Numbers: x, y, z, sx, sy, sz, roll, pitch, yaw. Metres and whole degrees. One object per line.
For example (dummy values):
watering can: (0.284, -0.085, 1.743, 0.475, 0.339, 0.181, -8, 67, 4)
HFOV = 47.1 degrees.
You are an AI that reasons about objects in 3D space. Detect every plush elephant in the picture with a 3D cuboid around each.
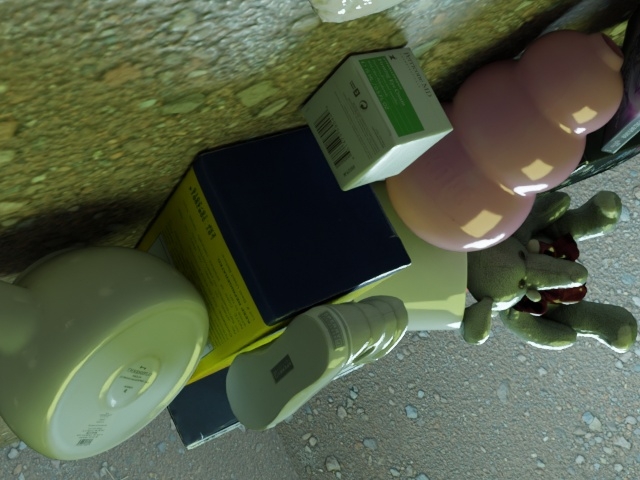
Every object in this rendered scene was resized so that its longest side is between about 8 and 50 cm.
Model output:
plush elephant: (0.335, 0.049, 1.187, 0.330, 0.271, 0.255, 1, 180, 23)

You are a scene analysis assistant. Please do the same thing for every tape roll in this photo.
tape roll: (0.133, 0.024, 1.178, 0.169, 0.246, 0.246, -1, 171, 2)

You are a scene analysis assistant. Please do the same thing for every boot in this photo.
boot: (-0.005, 0.138, 0.821, 0.124, 0.095, 0.258, -10, 161, -36)

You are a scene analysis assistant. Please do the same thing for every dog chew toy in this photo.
dog chew toy: (0.235, -0.131, 0.932, 0.207, 0.206, 0.332, -16, 159, -49)

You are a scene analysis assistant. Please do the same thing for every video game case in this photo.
video game case: (0.406, -0.231, 0.904, 0.026, 0.195, 0.274, 13, 176, 8)

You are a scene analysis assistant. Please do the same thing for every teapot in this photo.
teapot: (-0.258, 0.098, 0.806, 0.253, 0.187, 0.256, -31, 147, -39)

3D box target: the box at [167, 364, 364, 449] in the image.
box: (-0.190, 0.313, 1.937, 0.472, 0.297, 0.480, -25, 172, -15)

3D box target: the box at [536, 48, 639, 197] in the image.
box: (0.404, -0.185, 1.157, 0.271, 0.165, 0.143, -18, 168, -35)

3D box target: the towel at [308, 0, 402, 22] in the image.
towel: (0.113, -0.247, 0.351, 0.317, 0.053, 0.332, -28, 172, 5)

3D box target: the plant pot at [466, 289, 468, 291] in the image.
plant pot: (0.230, -0.007, 1.473, 0.243, 0.275, 0.275, -44, 163, 29)

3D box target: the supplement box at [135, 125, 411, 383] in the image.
supplement box: (-0.087, 0.031, 0.928, 0.195, 0.194, 0.356, -20, 170, -33)

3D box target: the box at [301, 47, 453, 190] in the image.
box: (0.056, -0.122, 0.742, 0.087, 0.101, 0.102, -20, 169, -38)
